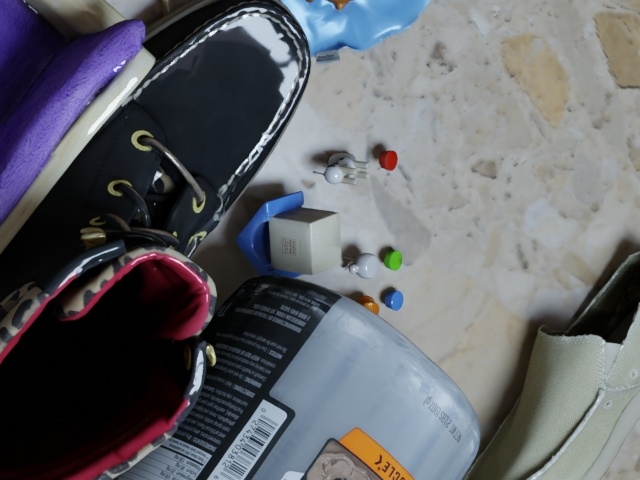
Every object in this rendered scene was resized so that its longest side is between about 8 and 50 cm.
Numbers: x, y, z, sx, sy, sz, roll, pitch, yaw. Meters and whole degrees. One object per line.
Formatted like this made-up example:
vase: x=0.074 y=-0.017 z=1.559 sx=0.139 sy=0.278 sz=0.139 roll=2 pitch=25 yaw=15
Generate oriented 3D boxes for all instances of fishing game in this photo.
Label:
fishing game: x=0.009 y=-0.219 z=1.336 sx=0.264 sy=0.041 sz=0.189 roll=-10 pitch=101 yaw=-15

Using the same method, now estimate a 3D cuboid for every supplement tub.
supplement tub: x=-0.060 y=0.208 z=1.265 sx=0.207 sy=0.207 sz=0.338 roll=43 pitch=69 yaw=-20

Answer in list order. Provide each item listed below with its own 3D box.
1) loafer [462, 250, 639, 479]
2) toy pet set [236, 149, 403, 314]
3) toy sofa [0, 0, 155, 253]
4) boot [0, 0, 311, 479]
loafer: x=0.189 y=0.111 z=1.430 sx=0.268 sy=0.102 sz=0.092 roll=-46 pitch=109 yaw=-15
toy pet set: x=0.000 y=0.000 z=1.376 sx=0.114 sy=0.065 sz=0.122 roll=-20 pitch=113 yaw=-50
toy sofa: x=-0.275 y=-0.036 z=1.172 sx=0.150 sy=0.177 sz=0.362 roll=41 pitch=75 yaw=-19
boot: x=-0.120 y=0.001 z=1.202 sx=0.377 sy=0.284 sz=0.138 roll=-42 pitch=110 yaw=-5
